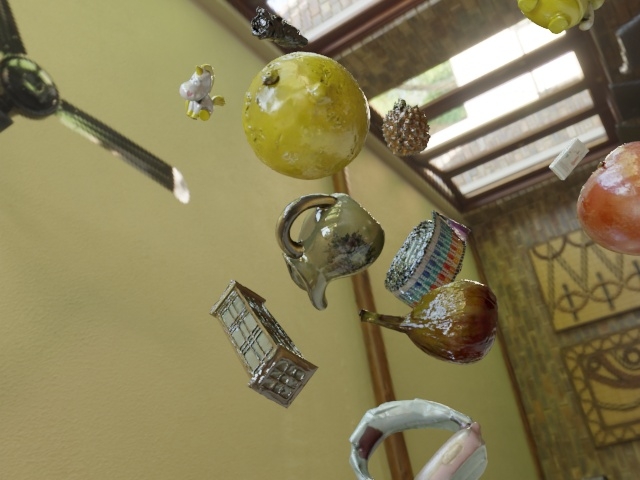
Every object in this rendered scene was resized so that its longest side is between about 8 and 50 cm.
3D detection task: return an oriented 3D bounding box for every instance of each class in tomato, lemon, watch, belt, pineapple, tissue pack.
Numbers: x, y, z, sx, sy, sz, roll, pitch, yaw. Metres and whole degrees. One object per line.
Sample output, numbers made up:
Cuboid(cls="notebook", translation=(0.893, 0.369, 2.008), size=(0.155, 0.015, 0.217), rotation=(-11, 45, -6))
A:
Cuboid(cls="tomato", translation=(0.736, -0.091, 1.395), size=(0.265, 0.265, 0.264), rotation=(43, -145, -40))
Cuboid(cls="lemon", translation=(-0.019, -0.169, 0.849), size=(0.206, 0.174, 0.173), rotation=(33, -141, -76))
Cuboid(cls="watch", translation=(0.195, 0.449, 1.291), size=(0.253, 0.241, 0.161), rotation=(-39, -43, -20))
Cuboid(cls="belt", translation=(0.319, 0.074, 1.785), size=(0.161, 0.207, 0.295), rotation=(36, -132, -8))
Cuboid(cls="pineapple", translation=(0.280, -0.380, 2.019), size=(0.166, 0.166, 0.193), rotation=(-46, -53, -62))
Cuboid(cls="tissue pack", translation=(0.676, -0.222, 1.653), size=(0.056, 0.108, 0.023), rotation=(42, -179, -17))

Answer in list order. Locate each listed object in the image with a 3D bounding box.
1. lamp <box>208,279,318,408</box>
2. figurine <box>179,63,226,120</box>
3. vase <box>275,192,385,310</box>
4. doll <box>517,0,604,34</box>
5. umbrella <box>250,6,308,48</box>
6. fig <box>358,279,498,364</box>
Cuboid(cls="lamp", translation=(-0.115, 0.174, 1.106), size=(0.089, 0.090, 0.325), rotation=(37, 179, -27))
Cuboid(cls="figurine", translation=(-0.372, -0.461, 1.880), size=(0.109, 0.130, 0.178), rotation=(37, 154, 34))
Cuboid(cls="vase", translation=(0.000, 0.000, 1.735), size=(0.329, 0.302, 0.241), rotation=(44, -178, -39))
Cuboid(cls="doll", translation=(0.269, -0.294, 0.663), size=(0.106, 0.062, 0.162), rotation=(35, -114, -5))
Cuboid(cls="umbrella", translation=(-0.093, -0.496, 1.456), size=(0.059, 0.066, 0.236), rotation=(33, -163, 15))
Cuboid(cls="fig", translation=(0.249, 0.182, 1.351), size=(0.191, 0.291, 0.190), rotation=(20, -113, -62))
